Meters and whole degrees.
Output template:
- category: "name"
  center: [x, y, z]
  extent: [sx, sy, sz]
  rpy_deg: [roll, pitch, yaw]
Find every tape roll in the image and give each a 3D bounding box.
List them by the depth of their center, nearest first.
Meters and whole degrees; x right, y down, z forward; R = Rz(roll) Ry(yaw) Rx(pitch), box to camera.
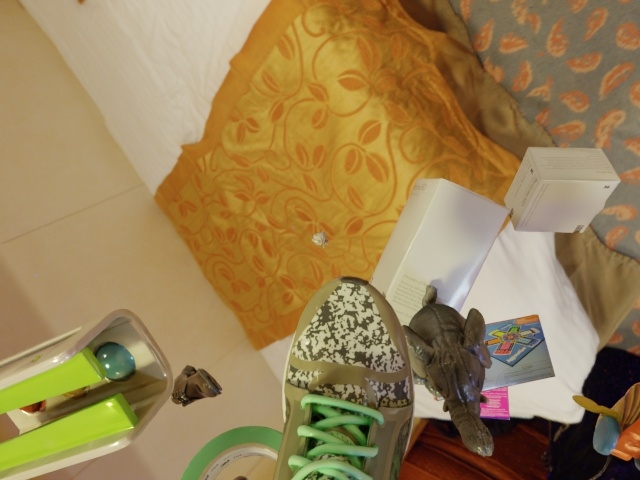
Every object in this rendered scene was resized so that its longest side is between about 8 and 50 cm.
- category: "tape roll"
  center: [-0.164, 0.591, 0.973]
  extent: [0.321, 0.321, 0.077]
  rpy_deg: [29, 147, 27]

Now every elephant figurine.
- category: "elephant figurine"
  center: [0.206, 0.183, 0.682]
  extent: [0.186, 0.169, 0.239]
  rpy_deg: [36, 178, 14]

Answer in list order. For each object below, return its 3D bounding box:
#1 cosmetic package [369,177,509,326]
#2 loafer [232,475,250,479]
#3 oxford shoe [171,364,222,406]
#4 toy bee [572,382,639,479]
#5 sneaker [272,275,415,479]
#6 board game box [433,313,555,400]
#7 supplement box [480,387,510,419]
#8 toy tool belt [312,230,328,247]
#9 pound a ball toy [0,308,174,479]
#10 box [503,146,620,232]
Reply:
- category: "cosmetic package"
  center: [0.214, 0.068, 0.923]
  extent: [0.156, 0.217, 0.385]
  rpy_deg: [22, 96, -4]
- category: "loafer"
  center: [-0.204, 0.830, 1.134]
  extent: [0.130, 0.134, 0.366]
  rpy_deg: [-1, 78, 24]
- category: "oxford shoe"
  center: [-0.307, 0.367, 1.056]
  extent: [0.083, 0.096, 0.227]
  rpy_deg: [52, 145, -11]
- category: "toy bee"
  center: [0.585, 0.368, 0.857]
  extent: [0.195, 0.162, 0.298]
  rpy_deg: [37, 128, 6]
- category: "sneaker"
  center: [0.017, 0.223, 0.395]
  extent: [0.158, 0.411, 0.182]
  rpy_deg: [7, 160, 4]
- category: "board game box"
  center: [0.386, 0.269, 1.005]
  extent: [0.027, 0.281, 0.145]
  rpy_deg: [96, 163, -80]
- category: "supplement box"
  center: [0.621, 0.523, 1.577]
  extent: [0.113, 0.111, 0.220]
  rpy_deg: [-3, 110, 19]
- category: "toy tool belt"
  center: [0.000, 0.000, 1.413]
  extent: [0.083, 0.052, 0.051]
  rpy_deg: [-145, 34, -86]
- category: "pound a ball toy"
  center: [-0.333, 0.233, 0.550]
  extent: [0.319, 0.136, 0.208]
  rpy_deg: [-24, 104, 18]
- category: "box"
  center: [0.577, -0.121, 1.059]
  extent: [0.181, 0.119, 0.181]
  rpy_deg: [1, 140, 0]
